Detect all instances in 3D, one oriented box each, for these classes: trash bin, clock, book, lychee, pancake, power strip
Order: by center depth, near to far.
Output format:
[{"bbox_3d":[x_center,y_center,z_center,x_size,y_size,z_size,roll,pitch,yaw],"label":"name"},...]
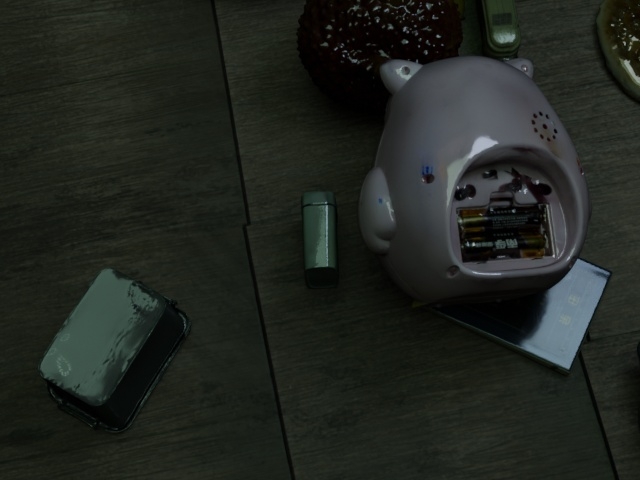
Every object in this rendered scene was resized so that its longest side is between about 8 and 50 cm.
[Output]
[{"bbox_3d":[0.234,-0.095,1.633,0.368,0.250,0.376,-4,84,-18],"label":"clock"},{"bbox_3d":[0.000,0.000,1.759,0.059,0.116,0.130,-3,70,3],"label":"trash bin"},{"bbox_3d":[0.314,0.078,1.765,0.269,0.025,0.191,25,72,11],"label":"book"},{"bbox_3d":[0.099,-0.343,1.804,0.276,0.275,0.304,-2,35,2],"label":"lychee"},{"bbox_3d":[0.613,-0.360,1.908,0.282,0.049,0.282,-1,66,3],"label":"pancake"},{"bbox_3d":[0.299,-0.459,1.933,0.066,0.092,0.387,-7,69,1],"label":"power strip"}]

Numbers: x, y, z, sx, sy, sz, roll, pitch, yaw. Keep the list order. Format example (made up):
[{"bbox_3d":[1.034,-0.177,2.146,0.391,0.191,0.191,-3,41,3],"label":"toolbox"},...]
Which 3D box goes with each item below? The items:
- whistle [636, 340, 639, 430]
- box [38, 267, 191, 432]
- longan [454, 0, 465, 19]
[{"bbox_3d":[0.588,0.323,1.586,0.188,0.168,0.404,-6,69,0],"label":"whistle"},{"bbox_3d":[-0.327,0.164,1.701,0.163,0.135,0.243,28,73,12],"label":"box"},{"bbox_3d":[0.229,-0.409,1.934,0.083,0.075,0.075,22,65,-34],"label":"longan"}]
